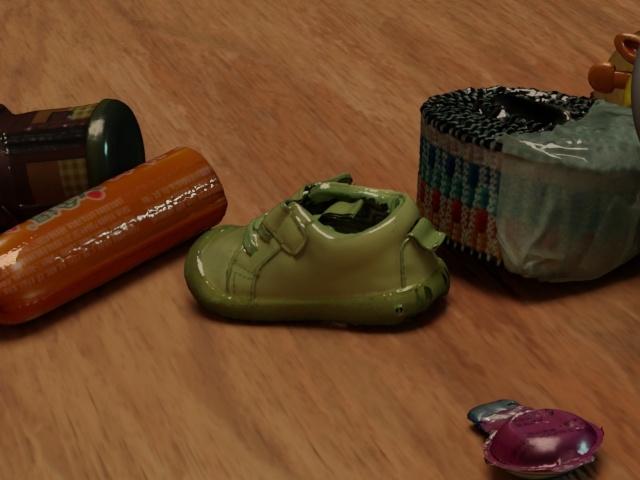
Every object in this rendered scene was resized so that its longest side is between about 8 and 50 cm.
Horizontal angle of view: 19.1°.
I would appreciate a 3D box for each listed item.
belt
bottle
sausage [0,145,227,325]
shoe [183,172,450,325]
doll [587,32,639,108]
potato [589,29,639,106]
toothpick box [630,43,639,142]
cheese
[{"bbox_3d":[0.208,-0.060,1.796,0.207,0.150,0.257,-14,24,-36],"label":"belt"},{"bbox_3d":[-0.330,-0.084,2.031,0.271,0.143,0.156,-3,24,14],"label":"bottle"},{"bbox_3d":[-0.233,0.003,1.867,0.093,0.093,0.312,16,34,43],"label":"sausage"},{"bbox_3d":[0.001,0.007,1.771,0.262,0.128,0.140,9,16,29],"label":"shoe"},{"bbox_3d":[0.380,-0.140,1.936,0.221,0.143,0.135,5,28,11],"label":"doll"},{"bbox_3d":[0.402,-0.191,2.060,0.261,0.100,0.120,6,23,29],"label":"potato"},{"bbox_3d":[0.389,-0.109,1.613,0.263,0.263,0.355,2,0,22],"label":"toothpick box"},{"bbox_3d":[0.163,0.151,1.478,0.095,0.038,0.145,-15,19,-18],"label":"cheese"}]
